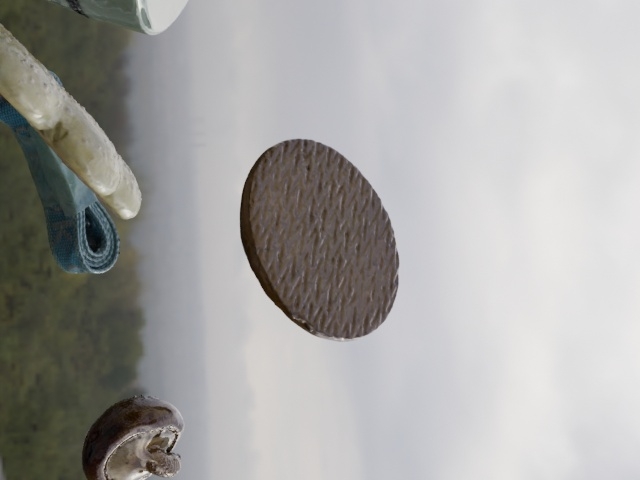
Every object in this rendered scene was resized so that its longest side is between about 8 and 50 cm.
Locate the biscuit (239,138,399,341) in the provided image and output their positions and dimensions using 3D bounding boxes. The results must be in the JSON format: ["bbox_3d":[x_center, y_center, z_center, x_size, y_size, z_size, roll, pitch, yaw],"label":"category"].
[{"bbox_3d":[-0.001,0.000,1.471,0.037,0.262,0.262,-24,-118,40],"label":"biscuit"}]

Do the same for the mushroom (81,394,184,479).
[{"bbox_3d":[-0.211,0.230,1.364,0.087,0.127,0.127,45,-31,34],"label":"mushroom"}]

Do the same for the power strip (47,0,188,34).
[{"bbox_3d":[-0.167,-0.376,1.095,0.357,0.161,0.357,18,90,-87],"label":"power strip"}]

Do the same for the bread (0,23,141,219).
[{"bbox_3d":[-0.212,-0.109,0.882,0.251,0.039,0.182,51,-10,-34],"label":"bread"}]

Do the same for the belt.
[{"bbox_3d":[-0.358,-0.092,1.652,0.072,0.087,0.302,3,-60,44],"label":"belt"}]
